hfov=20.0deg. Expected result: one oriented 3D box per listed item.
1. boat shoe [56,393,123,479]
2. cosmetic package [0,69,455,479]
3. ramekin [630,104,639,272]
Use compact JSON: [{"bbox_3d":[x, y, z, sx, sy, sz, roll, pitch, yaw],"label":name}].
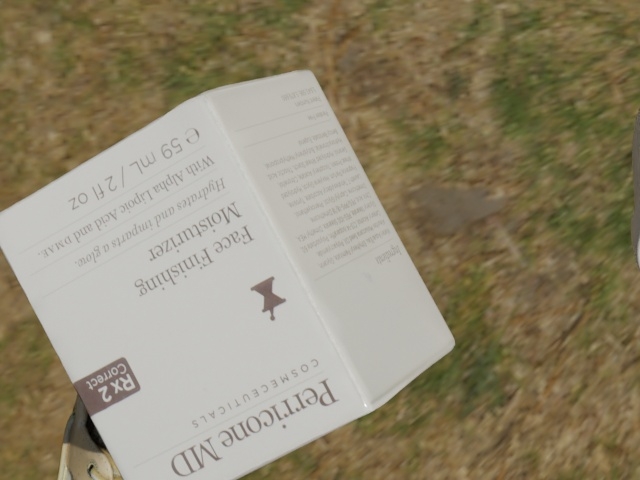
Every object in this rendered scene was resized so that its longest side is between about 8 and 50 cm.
[{"bbox_3d":[-0.121,0.150,1.162,0.109,0.098,0.302,5,67,0],"label":"boat shoe"},{"bbox_3d":[-0.049,0.025,0.989,0.151,0.151,0.184,-29,88,23],"label":"cosmetic package"},{"bbox_3d":[0.289,-0.047,1.114,0.207,0.207,0.109,-20,51,22],"label":"ramekin"}]
